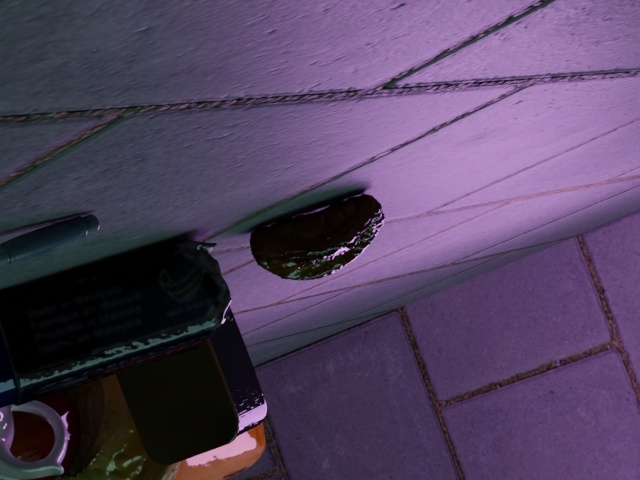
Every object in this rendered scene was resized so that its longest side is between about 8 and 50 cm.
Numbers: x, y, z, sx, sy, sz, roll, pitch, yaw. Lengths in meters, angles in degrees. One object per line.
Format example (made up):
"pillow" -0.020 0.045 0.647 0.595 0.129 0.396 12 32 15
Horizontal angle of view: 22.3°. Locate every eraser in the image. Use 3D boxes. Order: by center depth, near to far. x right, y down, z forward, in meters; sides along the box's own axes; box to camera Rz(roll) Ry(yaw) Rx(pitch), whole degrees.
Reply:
"eraser" -0.253 0.093 1.598 0.332 0.101 0.155 -18 172 -15

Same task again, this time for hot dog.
"hot dog" -0.001 -0.002 1.712 0.147 0.065 0.099 -17 163 -4

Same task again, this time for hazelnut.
"hazelnut" -0.425 0.260 2.109 0.181 0.181 0.212 38 151 -26

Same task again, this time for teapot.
"teapot" -0.449 0.239 1.902 0.298 0.139 0.204 -14 145 -10

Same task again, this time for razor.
"razor" -0.233 0.007 1.269 0.135 0.040 0.068 -21 175 -31

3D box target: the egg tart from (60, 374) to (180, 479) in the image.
"egg tart" -0.286 0.249 2.204 0.118 0.288 0.288 17 150 -39

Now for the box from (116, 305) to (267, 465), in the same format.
"box" -0.160 0.155 1.950 0.144 0.201 0.090 -25 175 30

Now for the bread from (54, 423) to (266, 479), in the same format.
"bread" -0.294 0.317 2.709 0.394 0.250 0.361 -19 177 -31
